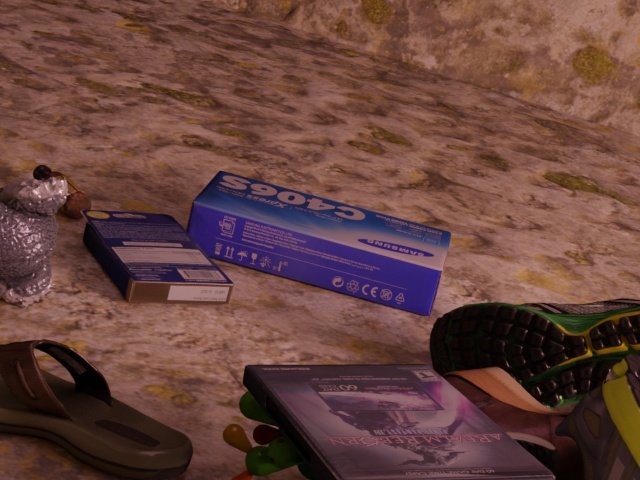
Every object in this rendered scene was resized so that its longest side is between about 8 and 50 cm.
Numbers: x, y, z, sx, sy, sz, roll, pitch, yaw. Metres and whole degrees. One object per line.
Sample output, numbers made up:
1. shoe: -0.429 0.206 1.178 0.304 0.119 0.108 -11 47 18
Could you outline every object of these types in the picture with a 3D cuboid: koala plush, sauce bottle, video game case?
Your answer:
1. koala plush: -0.398 -0.009 1.631 0.221 0.196 0.203 6 32 -20
2. sauce bottle: -0.360 -0.070 2.011 0.042 0.042 0.128 -1 24 -34
3. video game case: 0.061 0.168 1.312 0.196 0.026 0.274 2 14 -20

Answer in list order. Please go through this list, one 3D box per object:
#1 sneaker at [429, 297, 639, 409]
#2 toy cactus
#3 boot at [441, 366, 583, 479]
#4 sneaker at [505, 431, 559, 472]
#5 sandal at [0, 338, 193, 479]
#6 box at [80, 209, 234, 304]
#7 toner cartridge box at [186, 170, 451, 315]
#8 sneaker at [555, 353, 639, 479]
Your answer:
1. sneaker: 0.293 0.133 1.689 0.343 0.134 0.146 1 7 22
2. toy cactus: 0.009 0.226 1.397 0.219 0.112 0.180 27 5 39
3. boot: 0.179 0.230 1.526 0.207 0.090 0.248 -18 38 -34
4. sneaker: 0.158 0.200 1.446 0.161 0.057 0.075 -3 26 15
5. sandal: -0.257 0.144 1.425 0.302 0.086 0.120 18 20 14
6. box: -0.216 0.020 1.864 0.136 0.036 0.225 3 24 -29
7. toner cartridge box: 0.000 0.000 2.004 0.348 0.075 0.165 15 21 4
8. sneaker: 0.322 0.263 1.368 0.111 0.121 0.300 10 50 -43
